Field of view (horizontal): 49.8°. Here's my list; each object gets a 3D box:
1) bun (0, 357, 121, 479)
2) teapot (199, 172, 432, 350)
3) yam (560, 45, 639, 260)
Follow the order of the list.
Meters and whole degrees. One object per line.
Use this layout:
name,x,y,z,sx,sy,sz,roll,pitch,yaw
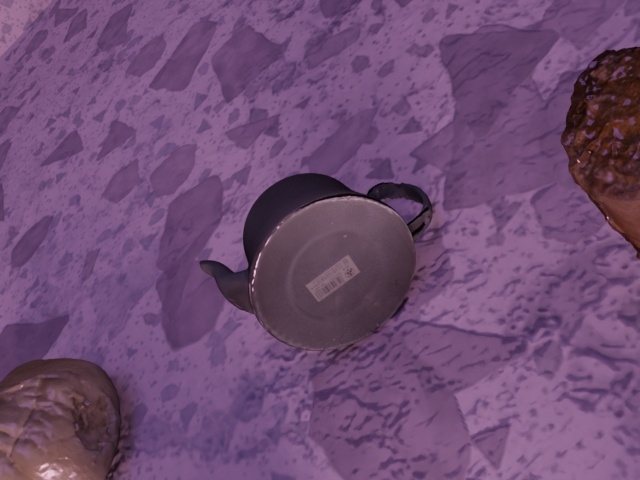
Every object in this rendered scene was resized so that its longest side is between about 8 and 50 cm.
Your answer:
bun,-0.338,0.227,0.798,0.220,0.134,0.220,-25,46,29
teapot,0.000,0.000,0.691,0.239,0.162,0.149,-24,30,-9
yam,0.253,-0.027,0.432,0.128,0.238,0.129,-49,36,10
